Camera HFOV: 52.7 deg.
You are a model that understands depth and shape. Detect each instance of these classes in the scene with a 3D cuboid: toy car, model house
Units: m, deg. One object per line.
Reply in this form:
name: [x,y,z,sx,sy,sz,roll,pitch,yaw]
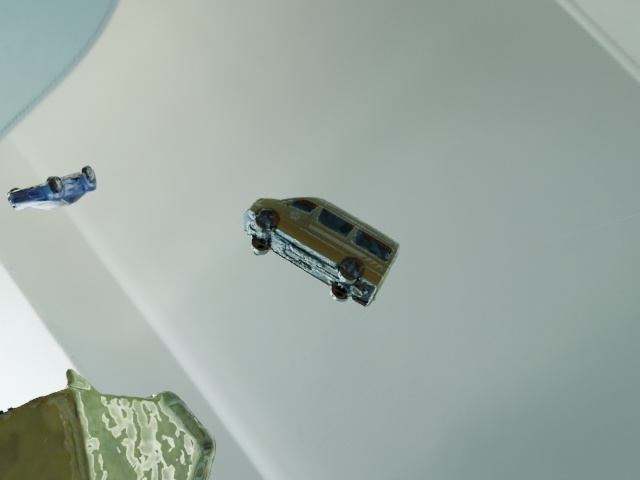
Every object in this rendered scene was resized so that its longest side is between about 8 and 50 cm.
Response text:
toy car: [-0.505,-0.091,1.230,0.103,0.216,0.063,-13,-77,12]
toy car: [0.000,0.000,1.076,0.256,0.101,0.124,31,-120,8]
model house: [-0.254,0.334,0.718,0.261,0.266,0.321,-24,-111,18]
